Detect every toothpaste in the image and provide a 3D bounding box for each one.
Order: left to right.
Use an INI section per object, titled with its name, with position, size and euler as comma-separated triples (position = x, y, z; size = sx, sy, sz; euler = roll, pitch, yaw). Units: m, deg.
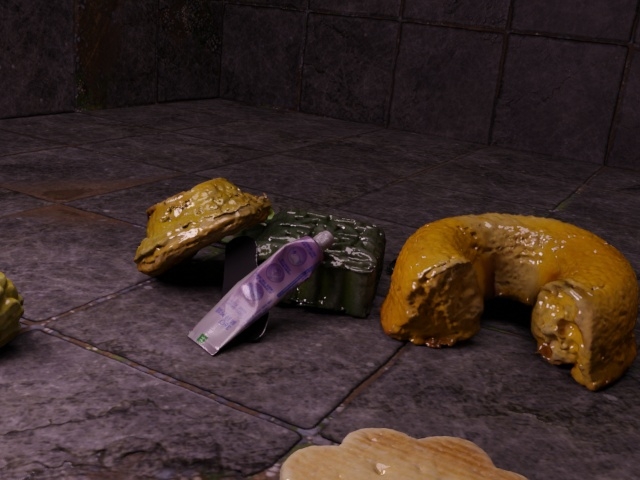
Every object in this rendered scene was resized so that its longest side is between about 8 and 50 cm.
[toothpaste]
position = -0.088, 0.077, 1.197
size = 0.075, 0.048, 0.301
euler = 41, 61, 19

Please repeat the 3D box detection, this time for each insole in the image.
[insole]
position = -0.133, 0.078, 1.236
size = 0.080, 0.003, 0.231
euler = -11, 48, 0

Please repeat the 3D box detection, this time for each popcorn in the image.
[popcorn]
position = -0.516, 0.092, 1.046
size = 0.174, 0.142, 0.173
euler = -8, -8, -1

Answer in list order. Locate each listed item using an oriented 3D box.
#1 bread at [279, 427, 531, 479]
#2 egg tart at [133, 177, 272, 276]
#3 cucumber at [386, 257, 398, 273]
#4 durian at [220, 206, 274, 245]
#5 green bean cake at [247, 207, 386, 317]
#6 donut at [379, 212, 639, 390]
[bread]
position = 0.100, 0.291, 0.745
size = 0.316, 0.054, 0.316
euler = 6, 18, -2
[egg tart]
position = -0.233, -0.037, 1.366
size = 0.294, 0.123, 0.294
euler = -28, 4, 2
[cucumber]
position = 0.246, 0.075, 1.486
size = 0.220, 0.046, 0.070
euler = 21, 17, 36
[durian]
position = -0.165, -0.036, 1.588
size = 0.376, 0.132, 0.106
euler = 2, 40, 15
[green bean cake]
position = -0.003, 0.038, 1.387
size = 0.241, 0.132, 0.255
euler = 12, 19, 8
[donut]
position = 0.334, 0.065, 1.269
size = 0.436, 0.163, 0.377
euler = 9, 27, 13
